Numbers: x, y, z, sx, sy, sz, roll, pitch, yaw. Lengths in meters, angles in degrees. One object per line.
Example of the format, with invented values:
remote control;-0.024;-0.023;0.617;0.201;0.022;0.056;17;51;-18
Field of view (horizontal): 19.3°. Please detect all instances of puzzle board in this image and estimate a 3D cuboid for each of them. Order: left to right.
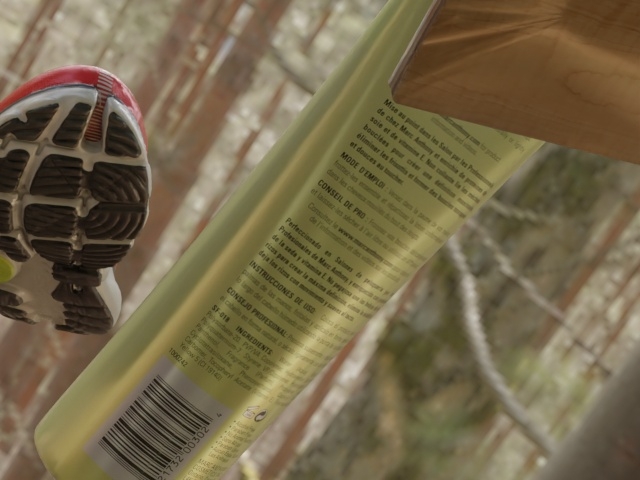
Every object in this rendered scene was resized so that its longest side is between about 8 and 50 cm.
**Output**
puzzle board;0.090;-0.049;0.372;0.128;0.096;0.011;12;45;-18

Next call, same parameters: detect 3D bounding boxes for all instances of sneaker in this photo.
sneaker;-0.152;-0.042;1.077;0.107;0.279;0.118;10;66;-9

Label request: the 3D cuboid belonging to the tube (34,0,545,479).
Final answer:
tube;0.000;0.000;0.648;0.062;0.240;0.070;44;11;13
